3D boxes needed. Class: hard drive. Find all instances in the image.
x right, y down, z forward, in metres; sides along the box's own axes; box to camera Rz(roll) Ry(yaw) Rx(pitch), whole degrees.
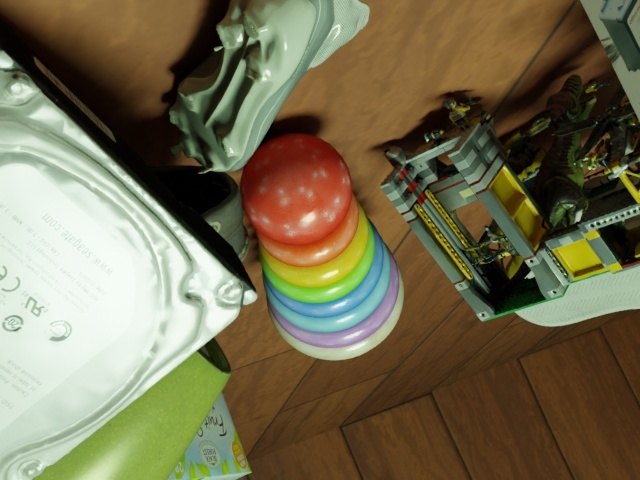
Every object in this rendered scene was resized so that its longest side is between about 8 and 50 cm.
[{"bbox_3d":[-0.234,0.061,0.651,0.339,0.064,0.237,-38,130,5],"label":"hard drive"}]

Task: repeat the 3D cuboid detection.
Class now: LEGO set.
[{"bbox_3d":[0.213,-0.088,0.989,0.331,0.192,0.255,-19,-156,53],"label":"LEGO set"}]

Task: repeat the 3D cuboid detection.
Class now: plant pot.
[{"bbox_3d":[-0.233,0.162,1.001,0.293,0.275,0.275,-40,162,3],"label":"plant pot"}]

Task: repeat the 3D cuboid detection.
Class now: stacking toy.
[{"bbox_3d":[0.000,0.000,1.004,0.141,0.141,0.330,-23,158,-3],"label":"stacking toy"}]

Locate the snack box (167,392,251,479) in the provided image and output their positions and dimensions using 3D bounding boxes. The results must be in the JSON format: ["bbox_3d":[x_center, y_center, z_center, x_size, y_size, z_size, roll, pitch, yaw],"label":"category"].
[{"bbox_3d":[-0.174,0.206,1.305,0.070,0.174,0.207,-27,163,15],"label":"snack box"}]

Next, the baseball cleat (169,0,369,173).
[{"bbox_3d":[-0.028,-0.107,0.708,0.109,0.072,0.206,-32,178,-26],"label":"baseball cleat"}]

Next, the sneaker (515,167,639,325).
[{"bbox_3d":[0.324,-0.016,1.072,0.292,0.108,0.169,-11,-148,43],"label":"sneaker"}]

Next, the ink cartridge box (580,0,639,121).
[{"bbox_3d":[0.237,-0.156,0.698,0.082,0.191,0.139,-17,162,-17],"label":"ink cartridge box"}]

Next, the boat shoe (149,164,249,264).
[{"bbox_3d":[-0.214,0.001,0.745,0.355,0.132,0.130,-8,132,-28],"label":"boat shoe"}]
